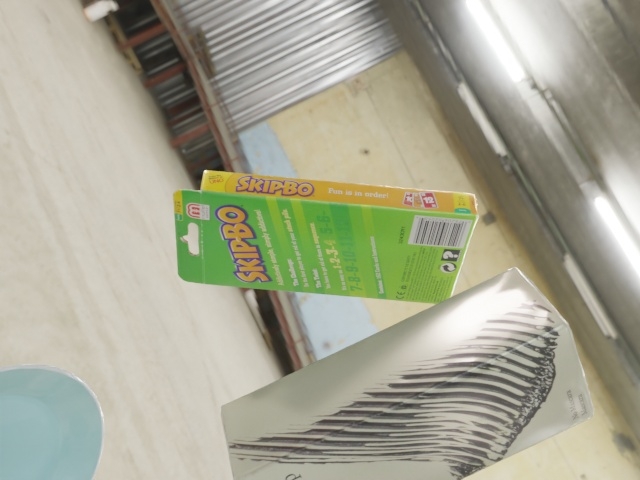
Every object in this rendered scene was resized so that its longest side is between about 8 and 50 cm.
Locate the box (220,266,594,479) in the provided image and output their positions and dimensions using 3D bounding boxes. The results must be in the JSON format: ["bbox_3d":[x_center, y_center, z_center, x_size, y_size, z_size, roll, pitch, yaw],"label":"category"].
[{"bbox_3d":[0.068,0.138,0.640,0.113,0.275,0.094,63,0,-31],"label":"box"}]

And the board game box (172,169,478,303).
[{"bbox_3d":[0.000,0.000,0.718,0.124,0.259,0.039,98,-6,-47],"label":"board game box"}]

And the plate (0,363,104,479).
[{"bbox_3d":[-0.247,0.172,0.586,0.024,0.188,0.188,25,-27,38],"label":"plate"}]
